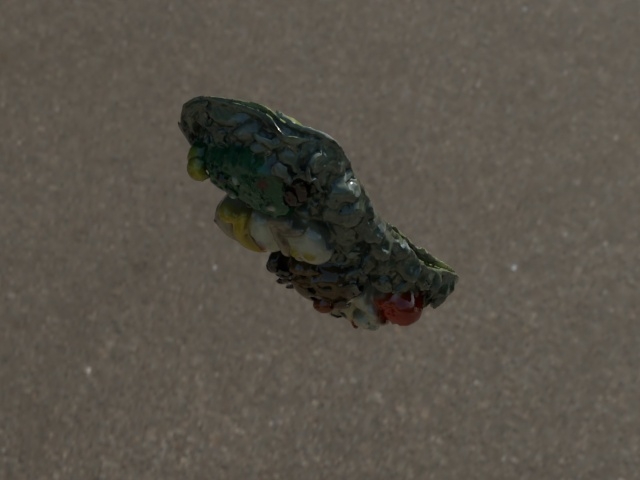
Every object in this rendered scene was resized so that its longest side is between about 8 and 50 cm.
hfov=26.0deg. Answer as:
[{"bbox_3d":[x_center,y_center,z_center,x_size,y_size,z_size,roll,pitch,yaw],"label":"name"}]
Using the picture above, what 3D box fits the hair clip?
[{"bbox_3d":[-0.001,0.001,1.037,0.138,0.091,0.321,20,-11,32],"label":"hair clip"}]
